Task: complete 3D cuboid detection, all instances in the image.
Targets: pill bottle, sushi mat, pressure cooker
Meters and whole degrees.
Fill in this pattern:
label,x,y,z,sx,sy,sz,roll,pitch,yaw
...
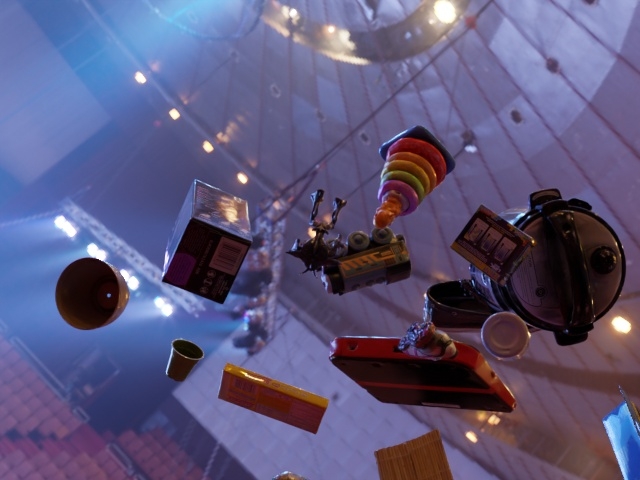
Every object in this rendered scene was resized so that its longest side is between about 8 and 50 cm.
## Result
label,x,y,z,sx,sy,sz,roll,pitch,yaw
pill bottle,0.463,0.242,1.926,0.112,0.112,0.187,39,1,20
sushi mat,0.209,0.546,1.554,0.019,0.151,0.316,59,14,-51
pressure cooker,0.650,0.067,2.205,0.370,0.375,0.420,35,-2,-5

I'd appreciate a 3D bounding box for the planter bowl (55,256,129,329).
label,x,y,z,sx,sy,sz,roll,pitch,yaw
planter bowl,-0.503,0.123,1.763,0.162,0.162,0.109,41,5,15

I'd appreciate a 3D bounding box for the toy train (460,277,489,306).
label,x,y,z,sx,sy,sz,roll,pitch,yaw
toy train,0.477,0.161,2.393,0.158,0.027,0.036,39,28,-36

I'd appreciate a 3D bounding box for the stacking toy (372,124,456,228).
label,x,y,z,sx,sy,sz,roll,pitch,yaw
stacking toy,0.204,-0.129,1.940,0.166,0.302,0.175,45,-42,-16

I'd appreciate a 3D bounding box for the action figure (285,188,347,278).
label,x,y,z,sx,sy,sz,roll,pitch,yaw
action figure,0.000,0.000,2.219,0.164,0.275,0.141,11,-26,9

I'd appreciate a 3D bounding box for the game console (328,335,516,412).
label,x,y,z,sx,sy,sz,roll,pitch,yaw
game console,0.241,0.326,1.874,0.386,0.060,0.342,-3,-31,34

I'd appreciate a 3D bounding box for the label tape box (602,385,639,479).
label,x,y,z,sx,sy,sz,roll,pitch,yaw
label tape box,0.836,0.565,2.013,0.334,0.106,0.240,41,28,-32

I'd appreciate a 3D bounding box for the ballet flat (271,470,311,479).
label,x,y,z,sx,sy,sz,roll,pitch,yaw
ballet flat,-0.059,0.729,1.850,0.124,0.342,0.116,1,-13,1

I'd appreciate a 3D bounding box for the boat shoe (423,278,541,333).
label,x,y,z,sx,sy,sz,roll,pitch,yaw
boat shoe,0.574,0.197,2.509,0.500,0.187,0.156,-5,-48,17

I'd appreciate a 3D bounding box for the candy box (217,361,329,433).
label,x,y,z,sx,sy,sz,roll,pitch,yaw
candy box,-0.092,0.300,1.472,0.206,0.027,0.105,20,-41,2

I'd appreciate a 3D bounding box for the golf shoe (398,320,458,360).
label,x,y,z,sx,sy,sz,roll,pitch,yaw
golf shoe,0.203,0.202,1.485,0.086,0.067,0.186,36,-8,-3

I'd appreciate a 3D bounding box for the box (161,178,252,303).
label,x,y,z,sx,sy,sz,roll,pitch,yaw
box,-0.250,-0.003,1.723,0.143,0.165,0.270,23,17,-16

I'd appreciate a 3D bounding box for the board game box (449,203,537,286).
label,x,y,z,sx,sy,sz,roll,pitch,yaw
board game box,0.435,0.011,1.956,0.170,0.141,0.048,42,11,37

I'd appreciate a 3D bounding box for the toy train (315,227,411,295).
label,x,y,z,sx,sy,sz,roll,pitch,yaw
toy train,0.144,0.072,2.586,0.142,0.334,0.190,93,-21,-54

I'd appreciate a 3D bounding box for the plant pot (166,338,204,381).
label,x,y,z,sx,sy,sz,roll,pitch,yaw
plant pot,-0.330,0.291,1.849,0.083,0.079,0.083,24,17,-8
